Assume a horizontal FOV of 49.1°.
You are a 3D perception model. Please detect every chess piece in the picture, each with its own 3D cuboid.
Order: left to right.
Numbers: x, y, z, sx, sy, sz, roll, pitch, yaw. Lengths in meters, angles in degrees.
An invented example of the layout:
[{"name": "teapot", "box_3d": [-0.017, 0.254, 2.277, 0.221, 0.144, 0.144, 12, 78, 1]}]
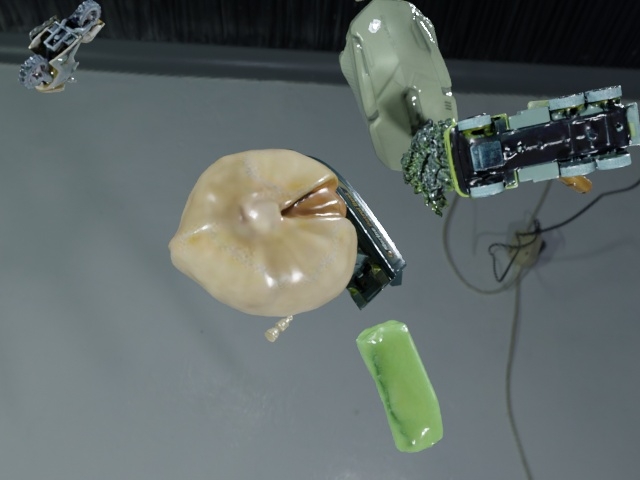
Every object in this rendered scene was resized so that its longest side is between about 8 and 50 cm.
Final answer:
[{"name": "chess piece", "box_3d": [-0.108, 0.233, 1.894, 0.035, 0.035, 0.092, 36, 51, 17]}]

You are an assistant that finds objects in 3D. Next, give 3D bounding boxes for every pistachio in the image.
[{"name": "pistachio", "box_3d": [-0.068, -0.005, 0.928, 0.230, 0.309, 0.230, -1, 86, 16]}]

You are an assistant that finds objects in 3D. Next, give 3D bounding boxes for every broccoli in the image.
[{"name": "broccoli", "box_3d": [0.276, -0.139, 1.419, 0.165, 0.304, 0.145, -42, 64, 17]}]

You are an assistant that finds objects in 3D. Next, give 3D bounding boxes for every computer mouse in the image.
[{"name": "computer mouse", "box_3d": [0.189, -0.340, 1.604, 0.228, 0.429, 0.145, -20, 32, 4]}]

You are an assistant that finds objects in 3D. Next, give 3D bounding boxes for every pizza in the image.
[{"name": "pizza", "box_3d": [0.412, -0.144, 1.285, 0.176, 0.185, 0.036, 39, 103, 28]}]

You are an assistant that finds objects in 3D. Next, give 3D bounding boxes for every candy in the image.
[{"name": "candy", "box_3d": [0.209, 0.376, 1.812, 0.142, 0.132, 0.343, -22, 96, -19]}]

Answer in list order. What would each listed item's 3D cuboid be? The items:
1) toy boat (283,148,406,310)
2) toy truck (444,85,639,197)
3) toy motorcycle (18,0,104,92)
[{"name": "toy boat", "box_3d": [0.014, -0.031, 1.134, 0.122, 0.114, 0.296, -27, 75, -40]}, {"name": "toy truck", "box_3d": [0.198, -0.091, 0.646, 0.169, 0.100, 0.077, -13, 98, 5]}, {"name": "toy motorcycle", "box_3d": [-0.531, -0.392, 1.442, 0.094, 0.130, 0.229, 34, 74, 6]}]
